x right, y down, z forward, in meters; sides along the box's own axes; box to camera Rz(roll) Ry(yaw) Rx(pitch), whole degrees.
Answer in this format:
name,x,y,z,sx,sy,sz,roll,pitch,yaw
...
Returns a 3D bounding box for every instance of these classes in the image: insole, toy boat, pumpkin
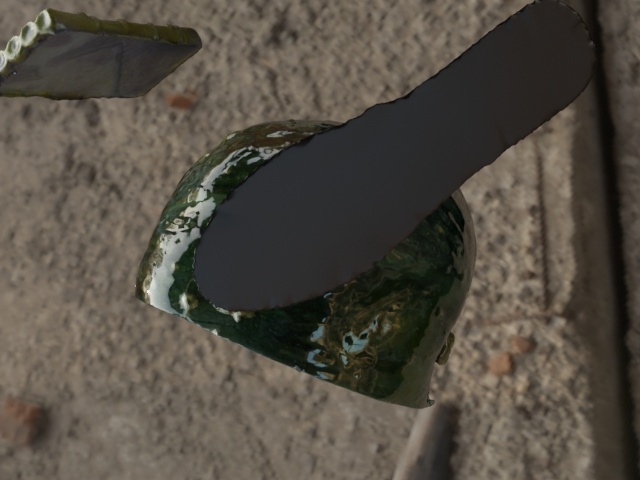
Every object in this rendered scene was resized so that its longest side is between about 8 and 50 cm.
name,x,y,z,sx,sy,sz,roll,pitch,yaw
insole,0.052,-0.055,0.897,0.322,0.109,0.007,-36,23,-5
toy boat,-0.118,-0.096,0.693,0.063,0.115,0.016,-34,75,30
pumpkin,0.000,0.000,1.073,0.263,0.293,0.196,20,89,4
